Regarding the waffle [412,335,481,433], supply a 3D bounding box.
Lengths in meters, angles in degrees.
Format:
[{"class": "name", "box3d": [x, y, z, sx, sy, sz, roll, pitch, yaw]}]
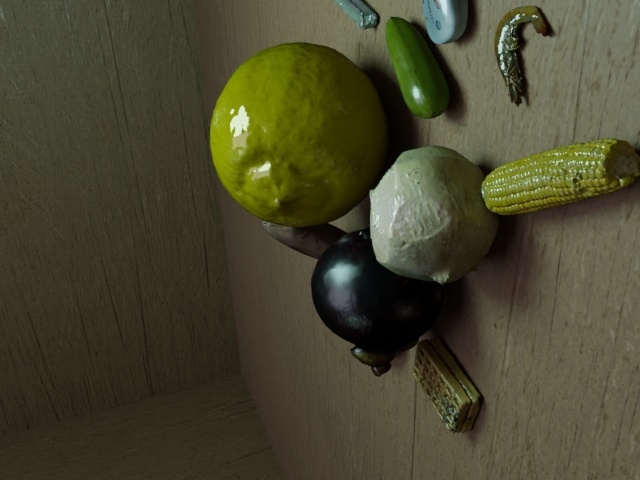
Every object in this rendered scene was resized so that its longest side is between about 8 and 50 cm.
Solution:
[{"class": "waffle", "box3d": [0.217, 0.252, 0.944, 0.148, 0.042, 0.102, -121, 27, -45]}]

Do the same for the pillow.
[{"class": "pillow", "box3d": [0.000, 0.000, 1.186, 0.223, 0.236, 0.084, 20, 90, 64]}]

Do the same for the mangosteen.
[{"class": "mangosteen", "box3d": [0.097, 0.108, 0.923, 0.228, 0.228, 0.265, -148, 53, -65]}]

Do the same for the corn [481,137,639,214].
[{"class": "corn", "box3d": [0.255, -0.068, 0.607, 0.206, 0.067, 0.067, 168, 91, -70]}]

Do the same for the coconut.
[{"class": "coconut", "box3d": [0.155, -0.026, 0.757, 0.194, 0.194, 0.194, 169, 90, -72]}]

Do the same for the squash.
[{"class": "squash", "box3d": [0.142, -0.267, 0.826, 0.066, 0.066, 0.201, 111, 147, -57]}]

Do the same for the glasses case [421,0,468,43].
[{"class": "glasses case", "box3d": [0.165, -0.361, 0.736, 0.067, 0.045, 0.178, -167, 67, -69]}]

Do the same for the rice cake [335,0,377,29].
[{"class": "rice cake", "box3d": [0.053, -0.456, 1.029, 0.033, 0.033, 0.207, 95, 155, -45]}]

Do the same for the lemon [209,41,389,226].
[{"class": "lemon", "box3d": [-0.037, -0.194, 0.996, 0.348, 0.348, 0.348, 169, 90, -72]}]

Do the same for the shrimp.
[{"class": "shrimp", "box3d": [0.239, -0.220, 0.640, 0.083, 0.023, 0.114, 174, 89, -69]}]
